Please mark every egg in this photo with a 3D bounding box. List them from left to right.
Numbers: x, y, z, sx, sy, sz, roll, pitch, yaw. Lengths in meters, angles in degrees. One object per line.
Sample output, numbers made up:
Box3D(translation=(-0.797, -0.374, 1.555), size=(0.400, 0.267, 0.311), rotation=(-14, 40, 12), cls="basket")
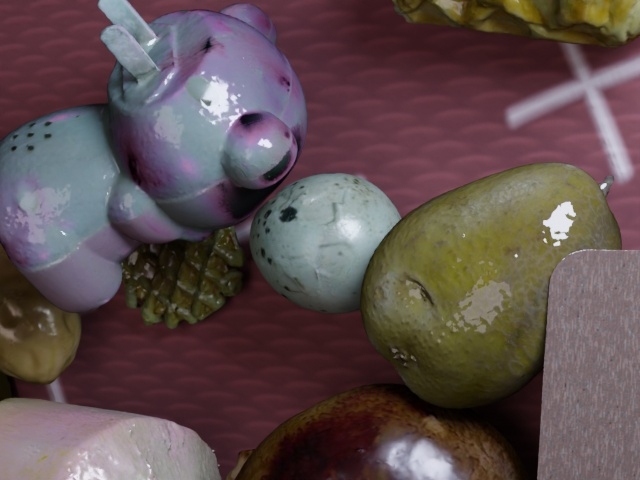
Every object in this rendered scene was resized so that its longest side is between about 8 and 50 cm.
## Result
Box3D(translation=(0.000, 0.000, 1.764), size=(0.164, 0.131, 0.131), rotation=(9, 102, 40), cls="egg")

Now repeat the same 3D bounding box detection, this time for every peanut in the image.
Box3D(translation=(-0.352, 0.007, 2.016), size=(0.147, 0.147, 0.319), rotation=(-45, 68, 32), cls="peanut")

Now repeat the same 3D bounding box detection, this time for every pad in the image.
Box3D(translation=(0.265, 0.138, 1.594), size=(0.002, 0.176, 0.266), rotation=(-133, 45, -75), cls="pad")

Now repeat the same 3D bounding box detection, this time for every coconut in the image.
Box3D(translation=(-0.226, 0.306, 1.891), size=(0.310, 0.297, 0.297), rotation=(11, 103, 36), cls="coconut")

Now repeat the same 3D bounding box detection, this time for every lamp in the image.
Box3D(translation=(-0.167, -0.101, 1.775), size=(0.301, 0.247, 0.247), rotation=(-28, 124, 16), cls="lamp")

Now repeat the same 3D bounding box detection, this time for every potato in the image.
Box3D(translation=(0.151, 0.029, 1.641), size=(0.251, 0.159, 0.174), rotation=(-38, 94, 13), cls="potato")

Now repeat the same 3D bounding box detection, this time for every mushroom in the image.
Box3D(translation=(0.046, 0.305, 1.724), size=(0.345, 0.239, 0.345), rotation=(17, 126, 25), cls="mushroom")

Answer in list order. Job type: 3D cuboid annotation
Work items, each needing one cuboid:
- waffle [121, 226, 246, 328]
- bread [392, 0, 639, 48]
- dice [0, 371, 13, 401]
Box3D(translation=(-0.151, -0.005, 1.931), size=(0.169, 0.036, 0.183), rotation=(-23, 83, 38), cls="waffle")
Box3D(translation=(0.178, -0.240, 1.601), size=(0.268, 0.130, 0.152), rotation=(13, 96, 34), cls="bread")
Box3D(translation=(-0.485, 0.173, 2.086), size=(0.233, 0.227, 0.238), rotation=(-17, 86, 35), cls="dice")
